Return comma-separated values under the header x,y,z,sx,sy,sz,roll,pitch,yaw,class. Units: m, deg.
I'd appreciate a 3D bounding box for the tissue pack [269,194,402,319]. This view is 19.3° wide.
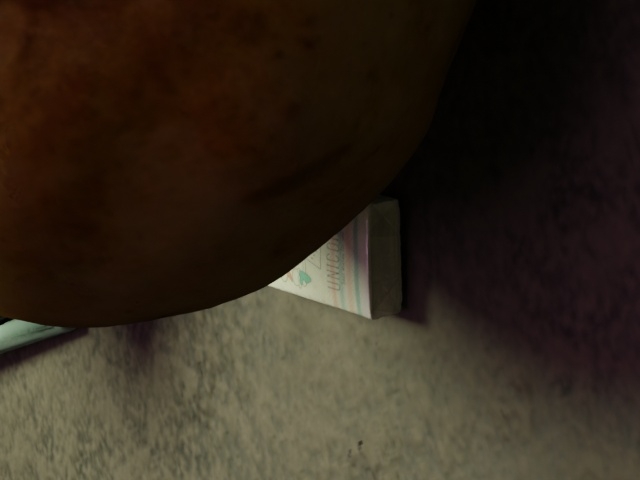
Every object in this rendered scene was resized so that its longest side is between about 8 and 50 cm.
x,y,z,sx,sy,sz,roll,pitch,yaw,class
0.000,0.000,0.880,0.108,0.023,0.056,18,112,54,tissue pack

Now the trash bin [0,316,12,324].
x,y,z,sx,sy,sz,roll,pitch,yaw,class
-0.226,-0.109,1.025,0.277,0.217,0.262,27,126,12,trash bin

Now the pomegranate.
x,y,z,sx,sy,sz,roll,pitch,yaw,class
-0.087,-0.141,0.747,0.338,0.338,0.338,18,112,54,pomegranate

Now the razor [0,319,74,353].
x,y,z,sx,sy,sz,roll,pitch,yaw,class
-0.211,0.065,1.207,0.211,0.036,0.084,-20,82,57,razor
